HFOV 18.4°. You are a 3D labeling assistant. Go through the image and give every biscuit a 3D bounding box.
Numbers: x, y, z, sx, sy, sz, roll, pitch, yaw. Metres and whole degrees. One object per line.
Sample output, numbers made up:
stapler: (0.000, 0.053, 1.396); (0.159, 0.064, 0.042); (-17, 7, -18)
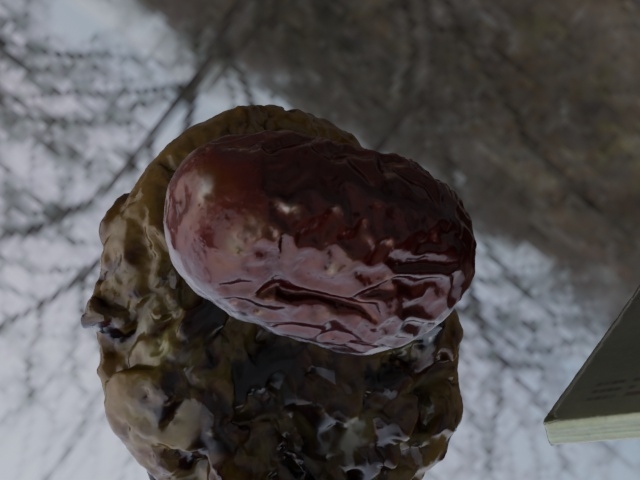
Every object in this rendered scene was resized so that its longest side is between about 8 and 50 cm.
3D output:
biscuit: (-0.020, 0.070, 1.407); (0.081, 0.289, 0.334); (-1, 125, 55)

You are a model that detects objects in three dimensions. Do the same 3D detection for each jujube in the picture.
jujube: (0.000, 0.000, 1.053); (0.176, 0.112, 0.109); (16, 179, -35)

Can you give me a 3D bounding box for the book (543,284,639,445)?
book: (0.255, 0.024, 1.018); (0.283, 0.215, 0.025); (-41, -64, -51)
